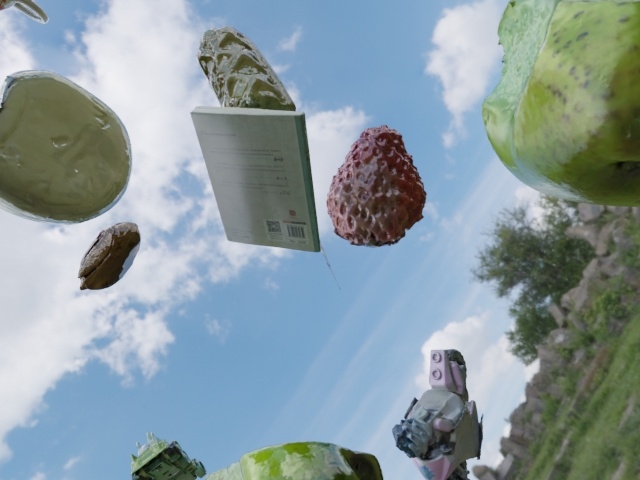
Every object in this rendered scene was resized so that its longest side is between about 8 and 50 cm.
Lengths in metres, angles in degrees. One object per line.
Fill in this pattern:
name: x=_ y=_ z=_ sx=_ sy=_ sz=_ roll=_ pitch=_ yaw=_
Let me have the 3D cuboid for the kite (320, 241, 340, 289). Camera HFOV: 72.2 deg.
kite: x=-0.004 y=0.001 z=1.468 sx=0.022 sy=0.360 sz=0.204 roll=-21 pitch=-51 yaw=1

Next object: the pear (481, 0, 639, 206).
pear: x=0.296 y=-0.153 z=0.498 sx=0.281 sy=0.176 sz=0.286 roll=-74 pitch=-17 yaw=-56

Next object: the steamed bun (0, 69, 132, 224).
steamed bun: x=-0.607 y=-0.185 z=0.994 sx=0.312 sy=0.233 sz=0.333 roll=38 pitch=-126 yaw=-39

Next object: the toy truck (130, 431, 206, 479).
toy truck: x=-0.429 y=0.616 z=1.233 sx=0.128 sy=0.135 sz=0.259 roll=-35 pitch=-42 yaw=-16

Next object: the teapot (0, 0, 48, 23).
teapot: x=-0.634 y=-0.508 z=0.821 sx=0.245 sy=0.116 sz=0.159 roll=31 pitch=-116 yaw=-46

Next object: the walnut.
walnut: x=-0.626 y=0.048 z=1.305 sx=0.245 sy=0.137 sz=0.137 roll=-61 pitch=-37 yaw=-12

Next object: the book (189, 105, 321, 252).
book: x=-0.111 y=-0.102 z=0.807 sx=0.025 sy=0.215 sz=0.282 roll=-62 pitch=-26 yaw=-49

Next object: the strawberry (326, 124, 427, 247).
strawberry: x=0.133 y=-0.150 z=1.143 sx=0.149 sy=0.265 sz=0.336 roll=23 pitch=-110 yaw=-65

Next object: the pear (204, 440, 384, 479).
pear: x=-0.004 y=0.350 z=0.536 sx=0.238 sy=0.164 sz=0.255 roll=19 pitch=-44 yaw=-25

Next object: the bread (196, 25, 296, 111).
bread: x=-0.157 y=-0.317 z=0.885 sx=0.130 sy=0.267 sz=0.152 roll=-29 pitch=-24 yaw=-2

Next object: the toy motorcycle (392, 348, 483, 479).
toy motorcycle: x=0.193 y=0.297 z=0.732 sx=0.204 sy=0.108 sz=0.239 roll=22 pitch=-131 yaw=-40
